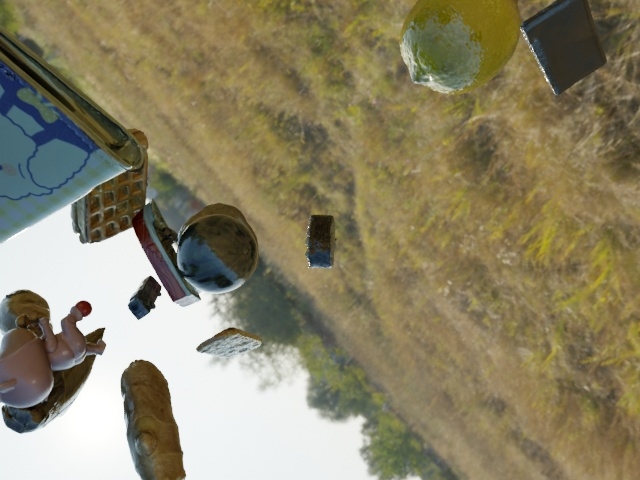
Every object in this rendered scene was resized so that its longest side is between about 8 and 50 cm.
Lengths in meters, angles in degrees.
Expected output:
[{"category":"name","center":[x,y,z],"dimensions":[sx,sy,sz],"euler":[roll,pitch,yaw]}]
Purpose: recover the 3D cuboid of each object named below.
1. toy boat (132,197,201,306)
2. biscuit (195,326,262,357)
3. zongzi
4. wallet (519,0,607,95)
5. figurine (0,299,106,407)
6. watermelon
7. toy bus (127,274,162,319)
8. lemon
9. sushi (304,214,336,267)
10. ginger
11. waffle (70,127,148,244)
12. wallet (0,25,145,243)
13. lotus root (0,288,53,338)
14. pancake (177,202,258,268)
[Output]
[{"category":"toy boat","center":[-0.427,0.023,1.795],"dimensions":[0.332,0.133,0.145],"euler":[57,177,16]},{"category":"biscuit","center":[-0.221,0.257,1.533],"dimensions":[0.029,0.118,0.247],"euler":[63,-174,19]},{"category":"zongzi","center":[-0.686,0.358,1.646],"dimensions":[0.134,0.288,0.286],"euler":[39,175,-5]},{"category":"wallet","center":[0.490,-0.391,1.243],"dimensions":[0.244,0.124,0.025],"euler":[32,-147,-49]},{"category":"figurine","center":[-0.647,0.263,1.447],"dimensions":[0.186,0.287,0.176],"euler":[49,144,8]},{"category":"watermelon","center":[-0.264,0.033,1.598],"dimensions":[0.212,0.212,0.212],"euler":[44,173,6]},{"category":"toy bus","center":[-0.482,0.156,1.716],"dimensions":[0.065,0.047,0.166],"euler":[54,-169,-17]},{"category":"lemon","center":[0.386,-0.574,1.738],"dimensions":[0.336,0.336,0.336],"euler":[44,173,6]},{"category":"sushi","center":[0.000,0.000,1.671],"dimensions":[0.078,0.150,0.090],"euler":[0,155,9]},{"category":"ginger","center":[-0.411,0.445,1.508],"dimensions":[0.190,0.126,0.354],"euler":[69,175,-55]},{"category":"waffle","center":[-0.590,-0.151,1.746],"dimensions":[0.098,0.224,0.327],"euler":[39,137,22]},{"category":"wallet","center":[-0.377,-0.093,0.675],"dimensions":[0.223,0.309,0.077],"euler":[47,-147,-32]},{"category":"lotus root","center":[-0.807,0.213,1.700],"dimensions":[0.257,0.140,0.154],"euler":[13,118,58]},{"category":"pancake","center":[-0.333,0.011,2.073],"dimensions":[0.294,0.294,0.049],"euler":[46,148,-17]}]
